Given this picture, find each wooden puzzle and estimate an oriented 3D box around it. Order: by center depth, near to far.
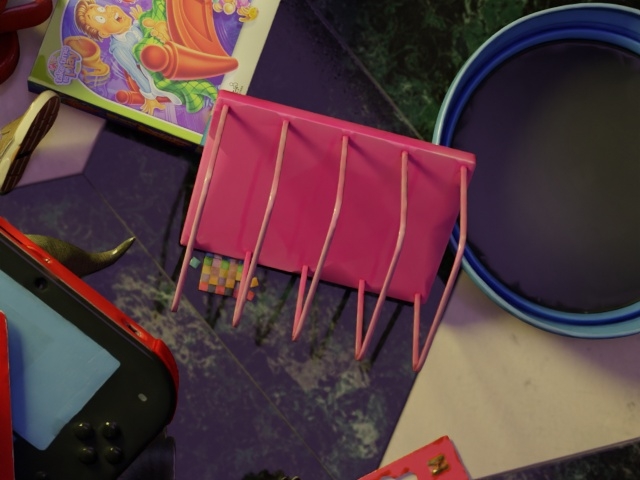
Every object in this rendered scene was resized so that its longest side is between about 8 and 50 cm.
[{"bbox_3d":[-0.110,0.038,1.966,0.083,0.006,0.049,12,84,-8],"label":"wooden puzzle"}]

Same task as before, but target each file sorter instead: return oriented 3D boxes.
[{"bbox_3d":[0.000,0.000,1.847,0.290,0.182,0.202,14,124,-5],"label":"file sorter"}]

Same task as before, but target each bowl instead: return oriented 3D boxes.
[{"bbox_3d":[0.313,-0.079,2.009,0.391,0.077,0.391,1,85,-10],"label":"bowl"}]

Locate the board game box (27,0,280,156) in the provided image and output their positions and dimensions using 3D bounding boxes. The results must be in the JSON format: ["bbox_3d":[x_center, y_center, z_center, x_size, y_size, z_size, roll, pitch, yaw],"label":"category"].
[{"bbox_3d":[-0.162,-0.293,1.947,0.233,0.078,0.347,20,83,-7],"label":"board game box"}]

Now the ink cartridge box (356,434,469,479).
[{"bbox_3d":[0.121,0.367,1.955,0.189,0.066,0.232,-26,94,-10],"label":"ink cartridge box"}]

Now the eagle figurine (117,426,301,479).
[{"bbox_3d":[-0.157,0.373,1.865,0.226,0.225,0.298,55,39,-41],"label":"eagle figurine"}]

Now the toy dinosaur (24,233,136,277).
[{"bbox_3d":[-0.340,0.068,1.870,0.313,0.121,0.160,-34,105,-6],"label":"toy dinosaur"}]

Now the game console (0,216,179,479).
[{"bbox_3d":[-0.373,0.141,1.789,0.386,0.060,0.342,40,109,-9],"label":"game console"}]

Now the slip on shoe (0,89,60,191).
[{"bbox_3d":[-0.333,-0.116,1.899,0.041,0.051,0.135,41,121,15],"label":"slip on shoe"}]

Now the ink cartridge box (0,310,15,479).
[{"bbox_3d":[-0.458,0.218,1.740,0.271,0.130,0.310,3,114,5],"label":"ink cartridge box"}]

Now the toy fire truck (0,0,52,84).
[{"bbox_3d":[-0.458,-0.293,1.869,0.302,0.169,0.254,-15,69,-10],"label":"toy fire truck"}]
